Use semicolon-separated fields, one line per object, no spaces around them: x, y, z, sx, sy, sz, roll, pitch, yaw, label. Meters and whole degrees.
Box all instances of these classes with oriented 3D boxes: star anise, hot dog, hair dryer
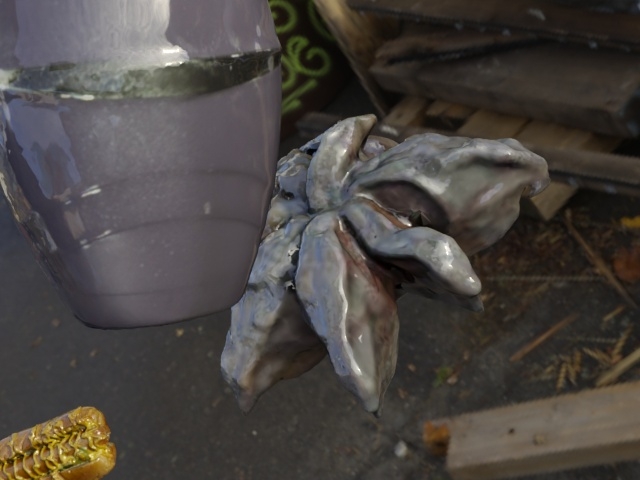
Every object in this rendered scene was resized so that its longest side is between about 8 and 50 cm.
0.000;0.000;0.755;0.359;0.139;0.316;-28;30;24;star anise
-0.249;0.200;0.864;0.165;0.045;0.071;-26;71;20;hot dog
-0.130;-0.136;0.477;0.121;0.301;0.361;-11;12;-23;hair dryer
